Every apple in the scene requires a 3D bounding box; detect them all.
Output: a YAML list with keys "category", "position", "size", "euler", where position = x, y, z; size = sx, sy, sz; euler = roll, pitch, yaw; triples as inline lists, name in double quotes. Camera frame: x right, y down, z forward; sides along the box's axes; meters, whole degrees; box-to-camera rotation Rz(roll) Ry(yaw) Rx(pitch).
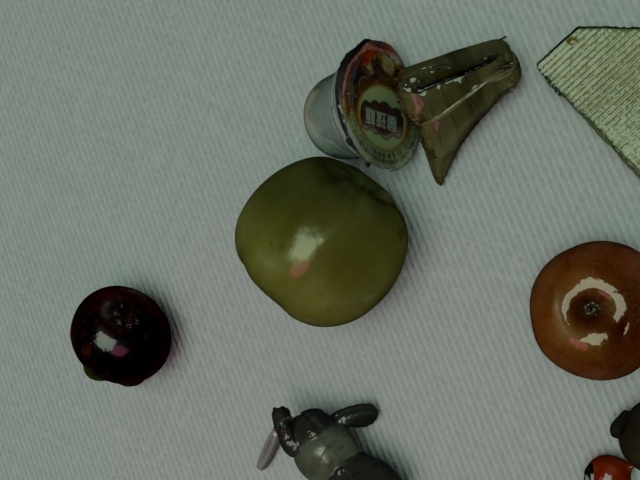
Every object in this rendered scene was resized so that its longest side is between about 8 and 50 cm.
- category: "apple"
  position: [0.398, 0.101, 1.349]
  size: [0.201, 0.162, 0.201]
  euler: [1, 92, 23]
- category: "apple"
  position: [0.000, 0.000, 1.460]
  size: [0.263, 0.262, 0.262]
  euler: [0, 91, 22]

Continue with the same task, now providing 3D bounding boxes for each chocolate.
- category: "chocolate"
  position: [0.047, -0.208, 1.489]
  size: [0.147, 0.221, 0.221]
  euler: [0, 91, 39]

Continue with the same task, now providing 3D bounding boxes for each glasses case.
- category: "glasses case"
  position: [-0.086, 0.356, 1.613]
  size: [0.021, 0.032, 0.083]
  euler: [28, 102, 22]

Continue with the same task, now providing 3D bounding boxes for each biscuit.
- category: "biscuit"
  position: [0.453, -0.216, 1.383]
  size: [0.150, 0.052, 0.252]
  euler: [-44, 77, 13]

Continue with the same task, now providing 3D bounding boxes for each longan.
- category: "longan"
  position: [0.477, 0.282, 1.358]
  size: [0.119, 0.106, 0.106]
  euler: [15, 97, 43]

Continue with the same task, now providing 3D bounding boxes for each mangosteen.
- category: "mangosteen"
  position: [-0.357, 0.177, 1.657]
  size: [0.200, 0.200, 0.199]
  euler: [0, 91, 22]

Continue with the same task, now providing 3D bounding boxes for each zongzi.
- category: "zongzi"
  position: [0.229, -0.199, 1.461]
  size: [0.195, 0.099, 0.197]
  euler: [-20, 110, 10]

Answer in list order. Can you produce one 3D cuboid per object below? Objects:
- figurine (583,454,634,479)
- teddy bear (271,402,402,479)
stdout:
- category: "figurine"
  position: [0.414, 0.380, 1.397]
  size: [0.075, 0.068, 0.140]
  euler: [33, 104, 21]
- category: "teddy bear"
  position: [0.041, 0.357, 1.520]
  size: [0.171, 0.144, 0.251]
  euler: [-25, 62, -14]
